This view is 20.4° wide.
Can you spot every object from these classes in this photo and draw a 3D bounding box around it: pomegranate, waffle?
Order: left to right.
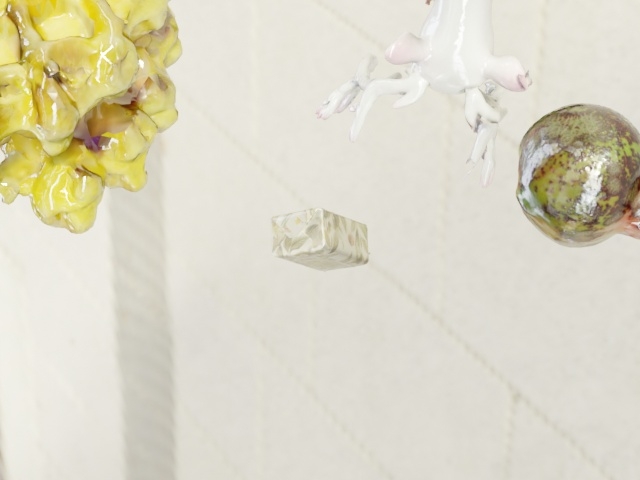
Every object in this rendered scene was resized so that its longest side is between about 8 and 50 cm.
[{"bbox_3d":[-0.243,-0.145,1.123,0.324,0.261,0.151,18,141,10],"label":"waffle"},{"bbox_3d":[0.241,-0.041,1.551,0.163,0.125,0.138,50,168,17],"label":"pomegranate"}]

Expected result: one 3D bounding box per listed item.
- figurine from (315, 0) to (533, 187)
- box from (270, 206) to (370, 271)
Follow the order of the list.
[{"bbox_3d":[0.158,-0.218,1.870,0.206,0.315,0.284,30,168,0],"label":"figurine"},{"bbox_3d":[0.000,0.000,1.704,0.062,0.098,0.045,-9,77,26],"label":"box"}]
